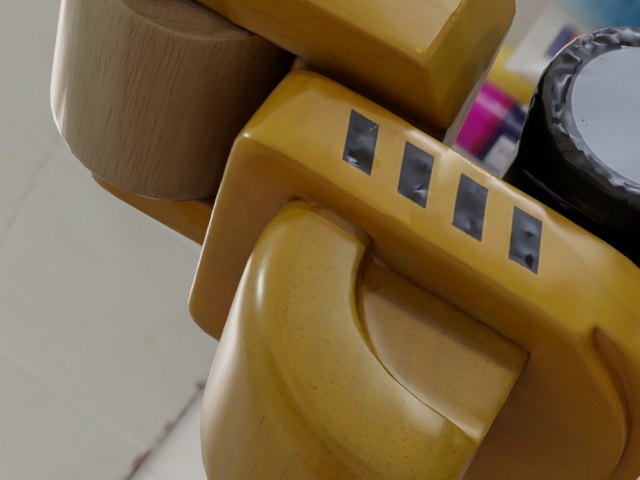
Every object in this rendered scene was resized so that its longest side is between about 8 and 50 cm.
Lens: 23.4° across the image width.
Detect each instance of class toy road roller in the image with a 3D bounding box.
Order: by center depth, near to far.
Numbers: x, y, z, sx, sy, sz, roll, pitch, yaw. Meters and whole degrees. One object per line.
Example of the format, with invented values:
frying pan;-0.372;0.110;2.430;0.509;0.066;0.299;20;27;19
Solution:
toy road roller;0.000;0.000;0.661;0.240;0.329;0.202;-55;-7;-33
